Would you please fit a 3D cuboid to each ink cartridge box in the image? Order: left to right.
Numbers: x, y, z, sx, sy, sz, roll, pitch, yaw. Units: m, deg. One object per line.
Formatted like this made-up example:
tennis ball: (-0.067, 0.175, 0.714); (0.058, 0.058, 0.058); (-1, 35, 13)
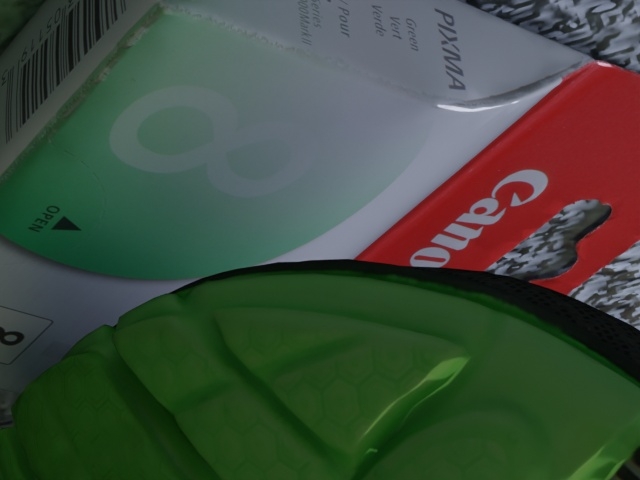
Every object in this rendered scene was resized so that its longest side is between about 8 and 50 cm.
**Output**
ink cartridge box: (0.000, 0.000, 0.555); (0.224, 0.056, 0.181); (20, 138, -29)

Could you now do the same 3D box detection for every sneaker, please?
sneaker: (0.010, 0.108, 0.596); (0.202, 0.185, 0.483); (-27, 171, -25)
